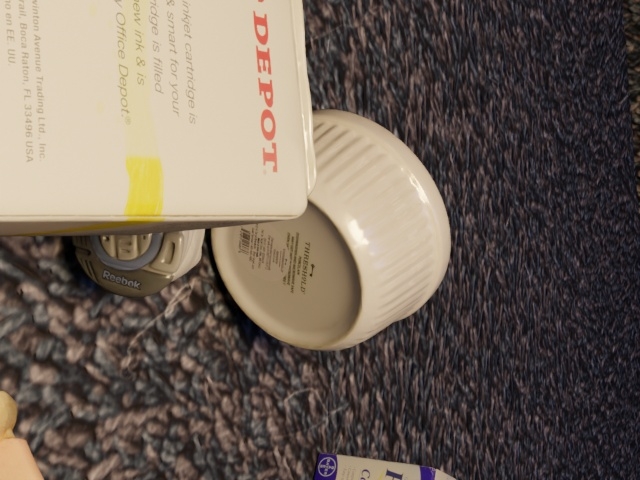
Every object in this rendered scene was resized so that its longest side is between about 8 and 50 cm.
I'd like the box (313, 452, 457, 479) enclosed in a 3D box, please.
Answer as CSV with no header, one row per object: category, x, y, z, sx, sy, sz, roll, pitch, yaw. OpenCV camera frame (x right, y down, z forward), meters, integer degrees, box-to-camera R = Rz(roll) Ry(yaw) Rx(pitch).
box,0.058,0.291,1.333,0.072,0.137,0.126,42,56,-54

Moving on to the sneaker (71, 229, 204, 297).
sneaker,-0.132,-0.106,1.017,0.129,0.111,0.297,4,92,-78

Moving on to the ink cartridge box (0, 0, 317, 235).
ink cartridge box,-0.180,-0.141,0.759,0.384,0.160,0.279,0,85,-57

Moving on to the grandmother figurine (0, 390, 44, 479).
grandmother figurine,-0.163,0.274,0.774,0.342,0.208,0.104,58,22,14

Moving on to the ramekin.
ramekin,0.000,0.000,1.147,0.109,0.207,0.207,-38,125,-44
